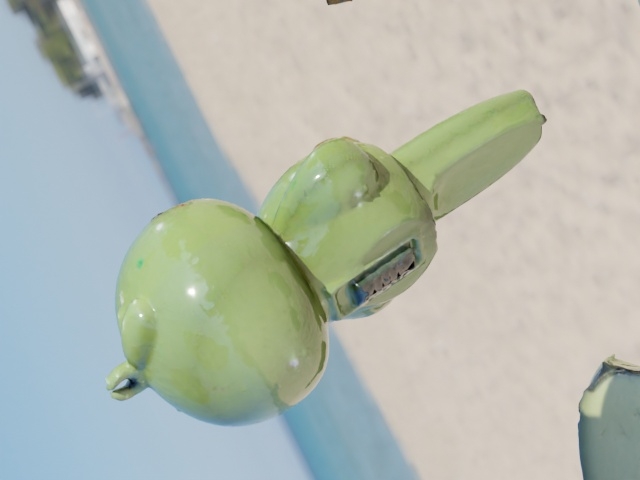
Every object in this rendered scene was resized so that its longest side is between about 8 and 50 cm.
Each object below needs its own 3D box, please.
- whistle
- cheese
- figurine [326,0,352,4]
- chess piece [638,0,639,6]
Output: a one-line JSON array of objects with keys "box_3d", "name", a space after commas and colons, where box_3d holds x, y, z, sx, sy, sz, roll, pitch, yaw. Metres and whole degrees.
[{"box_3d": [-0.008, -0.004, 1.077, 0.141, 0.294, 0.141, 38, 157, 20], "name": "whistle"}, {"box_3d": [0.244, 0.218, 1.396, 0.127, 0.054, 0.251, 10, 95, 38], "name": "cheese"}, {"box_3d": [-0.003, -0.282, 1.244, 0.156, 0.131, 0.246, 17, 106, 54], "name": "figurine"}, {"box_3d": [0.316, -0.094, 1.323, 0.298, 0.176, 0.176, 59, 180, -36], "name": "chess piece"}]
